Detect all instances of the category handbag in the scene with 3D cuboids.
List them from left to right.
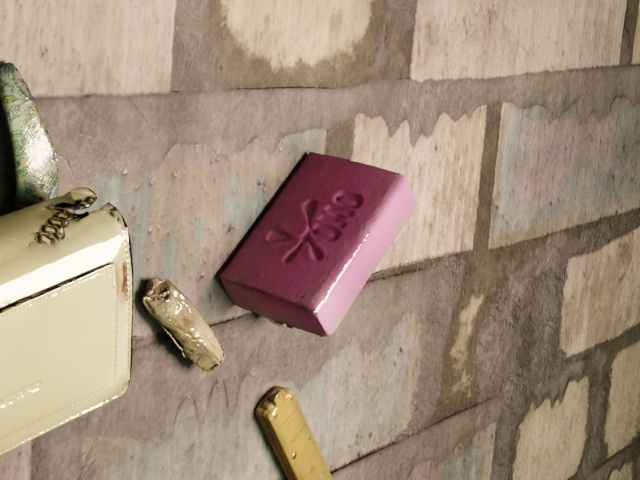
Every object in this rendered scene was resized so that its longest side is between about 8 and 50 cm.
[{"bbox_3d":[-0.374,0.101,1.189,0.359,0.160,0.236,-25,135,-46],"label":"handbag"}]

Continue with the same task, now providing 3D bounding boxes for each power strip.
[{"bbox_3d":[-0.035,0.344,1.814,0.064,0.044,0.305,-48,134,-31],"label":"power strip"}]

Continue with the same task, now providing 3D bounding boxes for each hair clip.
[{"bbox_3d":[-0.331,-0.088,1.286,0.066,0.036,0.229,-26,122,-41],"label":"hair clip"}]

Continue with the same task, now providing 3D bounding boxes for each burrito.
[{"bbox_3d":[-0.186,0.116,1.538,0.188,0.045,0.058,59,31,-41],"label":"burrito"}]

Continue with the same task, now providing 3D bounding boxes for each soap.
[{"bbox_3d":[-0.001,-0.001,1.622,0.259,0.181,0.081,-55,142,-23],"label":"soap"}]

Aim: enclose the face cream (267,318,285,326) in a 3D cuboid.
[{"bbox_3d":[0.009,0.035,1.730,0.269,0.082,0.082,-43,133,-35],"label":"face cream"}]
